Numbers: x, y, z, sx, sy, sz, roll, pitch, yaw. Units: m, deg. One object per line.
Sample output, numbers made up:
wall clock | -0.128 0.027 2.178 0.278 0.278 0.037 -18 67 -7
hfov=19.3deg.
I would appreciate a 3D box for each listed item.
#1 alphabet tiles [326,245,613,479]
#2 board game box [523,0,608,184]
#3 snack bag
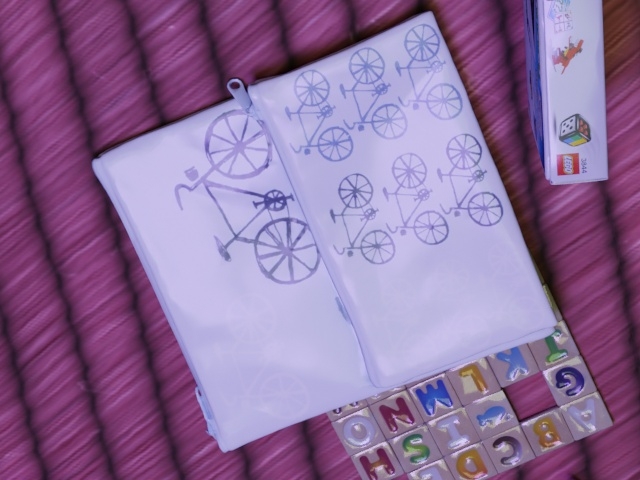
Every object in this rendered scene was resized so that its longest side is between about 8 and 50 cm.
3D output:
alphabet tiles | 0.124 0.136 1.738 0.237 0.009 0.198 -25 108 9
board game box | 0.191 -0.219 1.508 0.053 0.193 0.305 -4 111 3
snack bag | 0.000 0.000 1.670 0.342 0.037 0.323 -20 107 8
